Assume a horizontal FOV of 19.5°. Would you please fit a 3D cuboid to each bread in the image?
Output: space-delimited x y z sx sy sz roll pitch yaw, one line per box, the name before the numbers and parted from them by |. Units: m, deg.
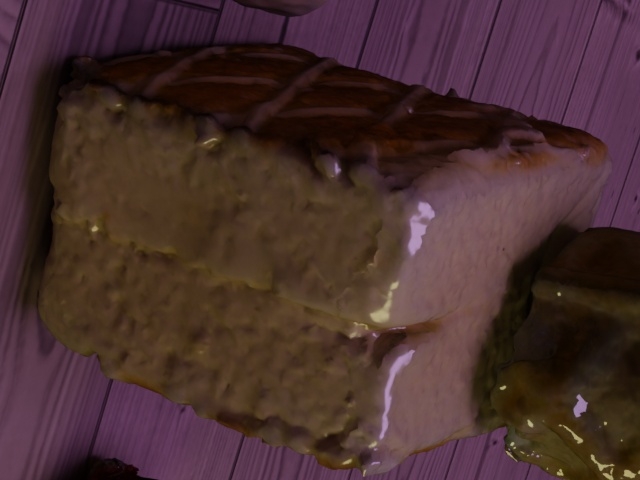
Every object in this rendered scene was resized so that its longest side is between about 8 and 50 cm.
bread | 0.000 0.000 1.562 0.390 0.371 0.279 -10 113 -59
bread | 0.289 0.107 1.484 0.238 0.252 0.196 -31 131 -50

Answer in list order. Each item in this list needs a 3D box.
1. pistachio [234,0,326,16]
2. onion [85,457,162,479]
pistachio | -0.036 -0.306 1.486 0.187 0.187 0.299 -56 152 -20
onion | -0.171 0.268 1.694 0.184 0.184 0.147 34 38 -59
